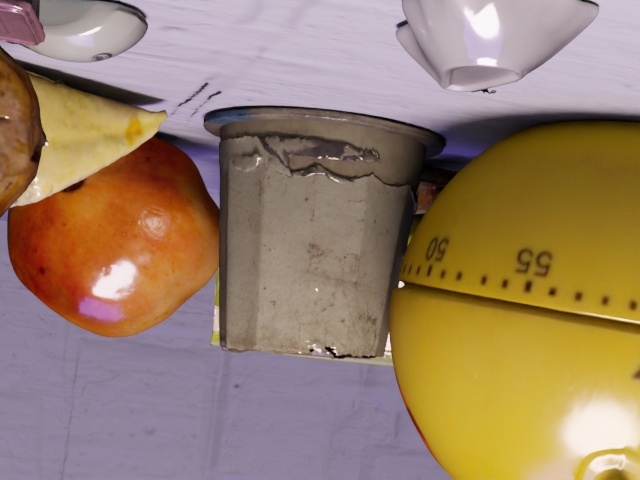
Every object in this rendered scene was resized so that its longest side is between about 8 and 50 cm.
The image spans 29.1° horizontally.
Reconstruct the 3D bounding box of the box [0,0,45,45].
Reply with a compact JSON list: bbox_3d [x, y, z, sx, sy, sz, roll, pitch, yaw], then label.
[{"bbox_3d":[-0.160,-0.125,0.530,0.084,0.063,0.060,7,173,-4],"label":"box"}]

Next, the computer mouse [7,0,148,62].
[{"bbox_3d":[-0.158,-0.123,0.732,0.110,0.032,0.056,6,175,7],"label":"computer mouse"}]

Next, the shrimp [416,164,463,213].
[{"bbox_3d":[0.114,-0.047,1.221,0.115,0.051,0.217,4,178,-23],"label":"shrimp"}]

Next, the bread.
[{"bbox_3d":[-0.262,-0.115,1.019,0.240,0.135,0.178,1,-153,42],"label":"bread"}]

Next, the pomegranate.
[{"bbox_3d":[-0.198,-0.006,1.191,0.209,0.209,0.209,6,175,0],"label":"pomegranate"}]

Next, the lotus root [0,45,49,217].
[{"bbox_3d":[-0.286,-0.073,0.777,0.193,0.193,0.291,9,176,-36],"label":"lotus root"}]

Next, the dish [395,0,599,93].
[{"bbox_3d":[0.082,-0.101,0.654,0.091,0.039,0.137,7,174,-16],"label":"dish"}]

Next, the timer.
[{"bbox_3d":[0.220,0.110,0.959,0.376,0.387,0.376,8,177,0],"label":"timer"}]

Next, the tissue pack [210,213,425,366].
[{"bbox_3d":[0.028,0.032,1.369,0.274,0.167,0.200,5,-163,1],"label":"tissue pack"}]

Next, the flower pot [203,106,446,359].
[{"bbox_3d":[0.000,0.000,1.067,0.212,0.203,0.212,2,175,0],"label":"flower pot"}]
